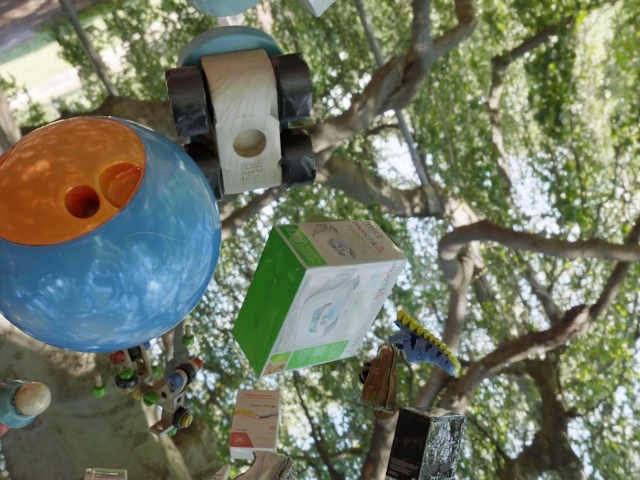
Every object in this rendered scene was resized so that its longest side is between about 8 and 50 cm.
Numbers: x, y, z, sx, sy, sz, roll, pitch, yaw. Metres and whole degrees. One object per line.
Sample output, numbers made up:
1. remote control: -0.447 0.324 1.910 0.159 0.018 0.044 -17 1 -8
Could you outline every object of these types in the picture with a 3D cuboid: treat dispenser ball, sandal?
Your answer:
1. treat dispenser ball: -0.268 -0.008 0.739 0.288 0.288 0.288 -22 -159 9
2. sandal: -0.290 0.734 1.646 0.102 0.076 0.265 -45 -173 34
3. sandal: 0.354 0.382 2.109 0.138 0.126 0.317 -48 -135 -7

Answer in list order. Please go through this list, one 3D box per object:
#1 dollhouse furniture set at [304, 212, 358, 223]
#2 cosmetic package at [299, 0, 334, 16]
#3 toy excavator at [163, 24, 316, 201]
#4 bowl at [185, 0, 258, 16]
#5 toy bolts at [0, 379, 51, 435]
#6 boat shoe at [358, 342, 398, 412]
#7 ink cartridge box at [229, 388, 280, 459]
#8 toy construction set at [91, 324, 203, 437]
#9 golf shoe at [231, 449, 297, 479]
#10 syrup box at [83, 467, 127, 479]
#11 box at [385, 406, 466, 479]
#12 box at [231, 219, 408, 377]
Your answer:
1. dollhouse furniture set: 0.000 0.000 1.786 0.198 0.151 0.301 15 -127 17
2. cosmetic package: 0.000 -0.522 0.937 0.224 0.225 0.138 -43 -115 6
3. toy excavator: -0.170 -0.243 1.162 0.222 0.432 0.445 -11 -133 -11
4. bowl: -0.291 -0.765 1.628 0.312 0.311 0.163 -21 -159 13
5. toy bolts: -0.603 0.273 1.061 0.159 0.228 0.218 -22 -144 31
6. boat shoe: 0.170 0.387 1.784 0.105 0.110 0.307 12 -163 2
7. ink cartridge box: -0.163 0.451 1.530 0.115 0.067 0.198 3 -136 -1
8. toy construction set: -0.442 0.393 1.666 0.258 0.237 0.309 3 -157 2
9. golf shoe: -0.108 0.403 0.918 0.086 0.069 0.176 16 -134 21
10. syrup box: -0.506 0.648 1.360 0.093 0.236 0.096 10 179 -18
11. box: 0.297 0.562 1.656 0.103 0.261 0.184 12 -96 36
12. box: -0.007 0.100 1.095 0.231 0.262 0.126 -3 -140 -38
